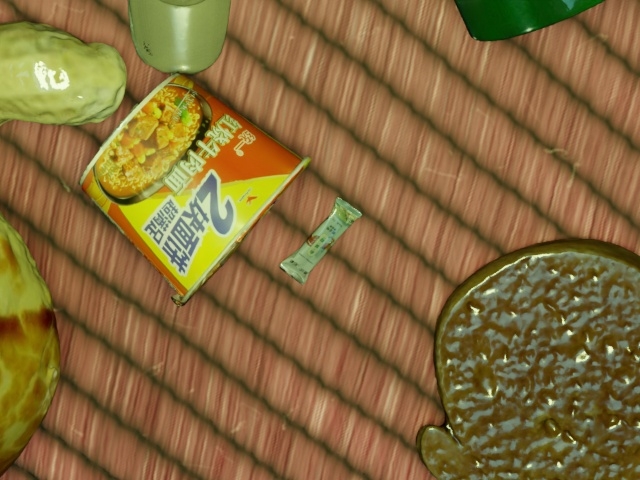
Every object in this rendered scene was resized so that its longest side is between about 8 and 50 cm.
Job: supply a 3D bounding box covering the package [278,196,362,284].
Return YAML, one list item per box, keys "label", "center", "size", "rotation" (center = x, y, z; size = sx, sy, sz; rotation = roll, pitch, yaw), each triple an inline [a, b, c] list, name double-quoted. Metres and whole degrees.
- label: "package"
  center: [0.000, 0.000, 1.554]
  size: [0.037, 0.015, 0.110]
  rotation: [37, 103, -15]

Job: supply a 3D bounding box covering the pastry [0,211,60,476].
- label: "pastry"
  center: [-0.444, 0.124, 1.390]
  size: [0.312, 0.388, 0.388]
  rotation: [38, 102, 17]

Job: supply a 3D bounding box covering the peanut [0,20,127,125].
- label: "peanut"
  center: [-0.349, -0.172, 1.450]
  size: [0.290, 0.130, 0.130]
  rotation: [-1, 104, 1]

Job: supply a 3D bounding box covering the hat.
- label: "hat"
  center: [-0.148, -0.262, 1.448]
  size: [0.147, 0.085, 0.175]
  rotation: [-1, 103, -1]

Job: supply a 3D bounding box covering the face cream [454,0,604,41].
- label: "face cream"
  center: [0.171, -0.396, 1.332]
  size: [0.312, 0.219, 0.357]
  rotation: [-15, 110, 32]

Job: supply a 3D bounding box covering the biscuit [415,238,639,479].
- label: "biscuit"
  center: [0.279, 0.192, 1.579]
  size: [0.350, 0.070, 0.394]
  rotation: [-16, 103, 6]

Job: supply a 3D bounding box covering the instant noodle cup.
- label: "instant noodle cup"
  center: [-0.141, -0.063, 1.449]
  size: [0.174, 0.213, 0.213]
  rotation: [41, 101, -2]
